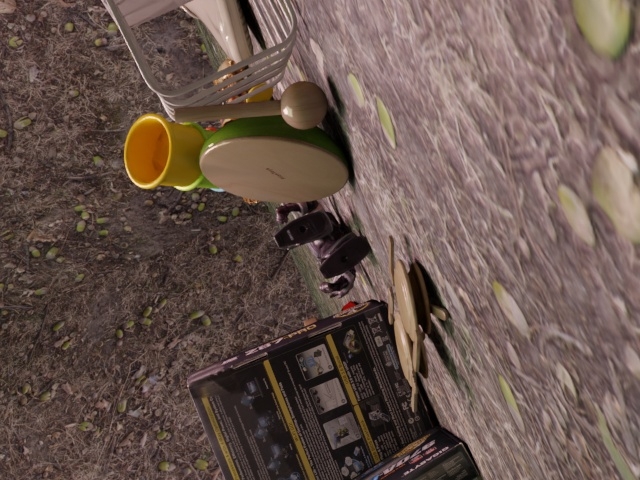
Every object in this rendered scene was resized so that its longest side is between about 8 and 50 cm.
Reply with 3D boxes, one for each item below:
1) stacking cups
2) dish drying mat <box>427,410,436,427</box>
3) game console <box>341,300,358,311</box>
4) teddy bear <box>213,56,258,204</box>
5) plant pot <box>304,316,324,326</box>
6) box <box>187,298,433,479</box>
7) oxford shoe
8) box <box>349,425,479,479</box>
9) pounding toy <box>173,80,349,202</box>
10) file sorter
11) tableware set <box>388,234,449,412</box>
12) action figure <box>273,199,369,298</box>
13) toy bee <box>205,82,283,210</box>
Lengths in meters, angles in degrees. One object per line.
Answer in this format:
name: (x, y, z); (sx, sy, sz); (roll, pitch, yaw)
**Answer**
stacking cups: (-0.119, -0.101, 1.185); (0.316, 0.096, 0.096); (6, -128, -52)
dish drying mat: (0.181, 0.305, 1.331); (0.032, 0.008, 0.083); (-129, 15, -70)
game console: (0.138, 0.304, 1.628); (0.342, 0.060, 0.386); (-53, -60, -88)
teddy bear: (-0.153, -0.254, 1.900); (0.245, 0.113, 0.338); (136, 118, -78)
plant pot: (0.059, 0.263, 1.868); (0.237, 0.110, 0.237); (156, 90, -89)
box: (0.017, 0.328, 1.287); (0.097, 0.318, 0.395); (-178, 66, -80)
oxford shoe: (-0.230, -0.460, 1.452); (0.169, 0.130, 0.449); (79, 165, -64)
box: (0.094, 0.338, 1.159); (0.051, 0.220, 0.175); (59, 176, 3)
pounding toy: (-0.058, -0.140, 1.036); (0.237, 0.183, 0.110); (67, -155, -67)
file sorter: (-0.141, -0.260, 1.038); (0.173, 0.193, 0.278); (64, 176, -4)
tableware set: (0.106, 0.091, 0.927); (0.194, 0.039, 0.128); (83, 175, -56)
action figure: (0.000, 0.000, 1.309); (0.185, 0.099, 0.285); (50, 180, 0)
toy bee: (-0.137, -0.191, 1.527); (0.298, 0.162, 0.195); (43, 113, 59)
